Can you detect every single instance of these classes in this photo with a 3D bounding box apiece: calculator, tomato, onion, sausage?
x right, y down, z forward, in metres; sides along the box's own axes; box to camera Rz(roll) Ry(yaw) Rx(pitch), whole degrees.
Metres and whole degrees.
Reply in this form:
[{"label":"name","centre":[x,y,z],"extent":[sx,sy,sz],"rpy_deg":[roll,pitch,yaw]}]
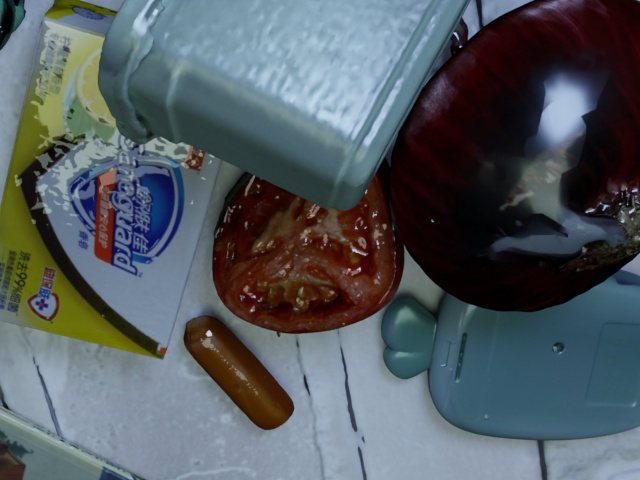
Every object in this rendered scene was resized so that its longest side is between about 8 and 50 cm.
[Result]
[{"label":"calculator","centre":[0.203,0.104,1.060],"extent":[0.299,0.041,0.185],"rpy_deg":[6,112,-7]},{"label":"tomato","centre":[-0.006,-0.005,0.980],"extent":[0.174,0.082,0.166],"rpy_deg":[-12,86,23]},{"label":"onion","centre":[0.166,-0.084,0.912],"extent":[0.273,0.285,0.273],"rpy_deg":[-24,143,-19]},{"label":"sausage","centre":[-0.077,0.121,1.052],"extent":[0.039,0.041,0.131],"rpy_deg":[-28,113,32]}]

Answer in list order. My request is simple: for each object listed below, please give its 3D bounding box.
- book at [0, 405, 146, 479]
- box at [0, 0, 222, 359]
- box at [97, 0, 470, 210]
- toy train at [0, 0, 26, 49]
[{"label":"book","centre":[-0.294,0.285,1.122],"extent":[0.323,0.018,0.228],"rpy_deg":[30,108,-14]},{"label":"box","centre":[-0.173,-0.051,0.945],"extent":[0.168,0.097,0.265],"rpy_deg":[17,111,-9]},{"label":"box","centre":[0.007,-0.177,0.785],"extent":[0.183,0.175,0.311],"rpy_deg":[29,79,3]},{"label":"toy train","centre":[-0.382,-0.158,0.853],"extent":[0.237,0.150,0.369],"rpy_deg":[40,102,-14]}]
